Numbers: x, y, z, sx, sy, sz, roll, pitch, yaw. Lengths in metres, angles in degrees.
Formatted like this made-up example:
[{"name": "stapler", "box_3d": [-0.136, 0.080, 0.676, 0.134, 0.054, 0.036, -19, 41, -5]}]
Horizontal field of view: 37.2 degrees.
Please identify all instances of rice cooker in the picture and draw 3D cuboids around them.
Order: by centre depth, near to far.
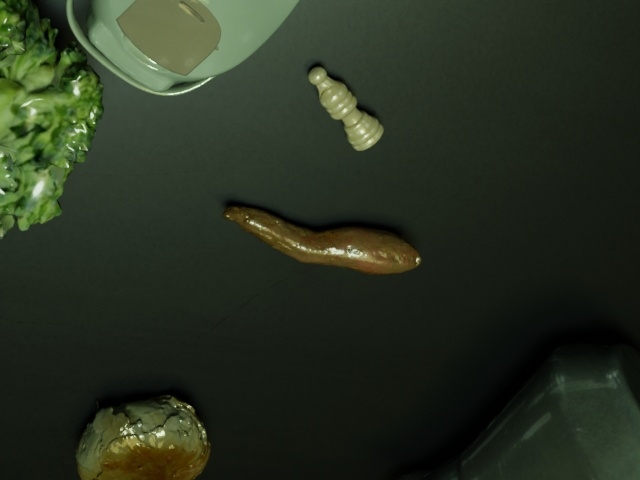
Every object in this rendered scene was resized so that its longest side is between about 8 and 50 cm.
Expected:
[{"name": "rice cooker", "box_3d": [-0.094, -0.210, 0.723, 0.206, 0.127, 0.145, -39, 127, 19]}]

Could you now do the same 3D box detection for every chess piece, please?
[{"name": "chess piece", "box_3d": [0.020, -0.126, 0.881, 0.035, 0.035, 0.092, -36, 124, 13]}]

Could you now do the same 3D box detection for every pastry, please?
[{"name": "pastry", "box_3d": [-0.199, 0.237, 1.071, 0.153, 0.081, 0.153, -10, 127, -13]}]

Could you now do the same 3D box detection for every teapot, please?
[{"name": "teapot", "box_3d": [0.295, 0.319, 1.177, 0.362, 0.305, 0.376, -36, 158, 24]}]

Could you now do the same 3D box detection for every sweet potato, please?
[{"name": "sweet potato", "box_3d": [0.000, 0.000, 0.966, 0.214, 0.050, 0.050, 12, 123, -16]}]

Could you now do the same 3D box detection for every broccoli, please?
[{"name": "broccoli", "box_3d": [-0.310, -0.100, 0.693, 0.288, 0.235, 0.260, 13, 98, -20]}]
